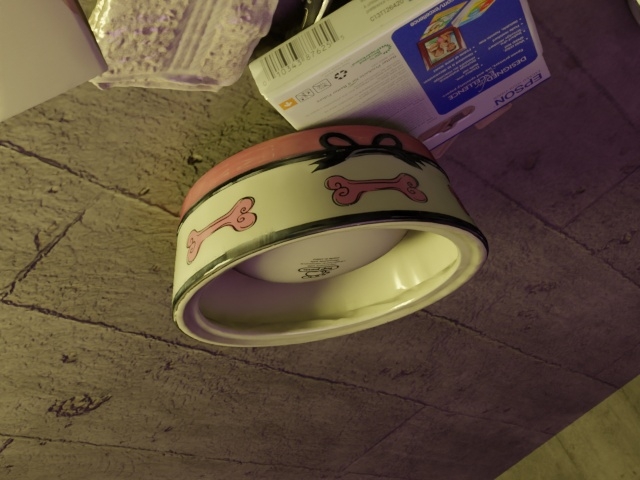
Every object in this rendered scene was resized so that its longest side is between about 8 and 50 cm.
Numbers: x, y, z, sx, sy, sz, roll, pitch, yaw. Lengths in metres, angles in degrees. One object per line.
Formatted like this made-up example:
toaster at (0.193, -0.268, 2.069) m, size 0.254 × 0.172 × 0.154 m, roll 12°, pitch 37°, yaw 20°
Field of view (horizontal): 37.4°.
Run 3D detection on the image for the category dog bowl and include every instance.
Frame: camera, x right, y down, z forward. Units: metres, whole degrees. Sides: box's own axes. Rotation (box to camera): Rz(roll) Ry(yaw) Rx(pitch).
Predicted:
dog bowl at (0.000, 0.000, 1.221) m, size 0.407 × 0.151 × 0.408 m, roll -12°, pitch 158°, yaw -5°

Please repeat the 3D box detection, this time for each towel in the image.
towel at (-0.124, -0.263, 0.944) m, size 0.187 × 0.049 × 0.282 m, roll -5°, pitch 140°, yaw -34°

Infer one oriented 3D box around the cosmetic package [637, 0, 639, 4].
cosmetic package at (0.441, -0.397, 0.833) m, size 0.329 × 0.394 × 0.327 m, roll -11°, pitch 154°, yaw -26°

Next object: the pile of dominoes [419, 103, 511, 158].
pile of dominoes at (0.161, -0.226, 1.243) m, size 0.196 × 0.040 × 0.251 m, roll -36°, pitch 139°, yaw 18°

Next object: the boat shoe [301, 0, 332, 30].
boat shoe at (-0.002, -0.274, 1.032) m, size 0.038 × 0.046 × 0.125 m, roll 27°, pitch 149°, yaw -4°

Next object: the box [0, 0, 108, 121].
box at (-0.292, -0.253, 0.742) m, size 0.121 × 0.148 × 0.311 m, roll -26°, pitch 149°, yaw -6°

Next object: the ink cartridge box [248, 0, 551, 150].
ink cartridge box at (0.111, -0.204, 1.143) m, size 0.303 × 0.072 × 0.307 m, roll -31°, pitch 157°, yaw 10°

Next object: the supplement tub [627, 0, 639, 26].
supplement tub at (0.587, -0.358, 1.213) m, size 0.338 × 0.207 × 0.207 m, roll -38°, pitch 146°, yaw 12°
